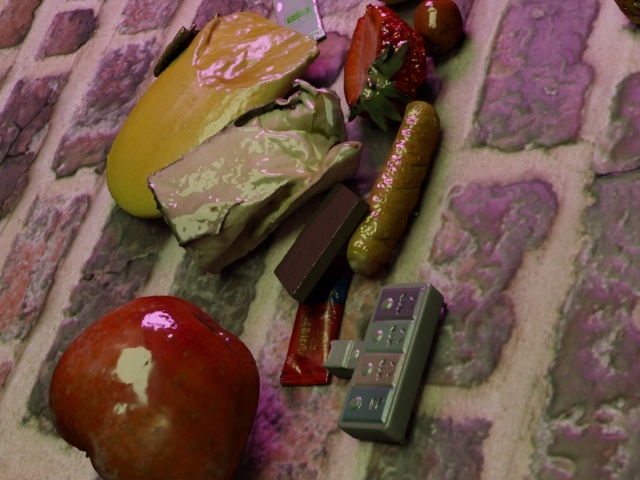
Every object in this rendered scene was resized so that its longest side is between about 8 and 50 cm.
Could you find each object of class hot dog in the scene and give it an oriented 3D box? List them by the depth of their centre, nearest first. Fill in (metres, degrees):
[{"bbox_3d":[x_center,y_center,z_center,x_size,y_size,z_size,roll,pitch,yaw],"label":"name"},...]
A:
[{"bbox_3d":[0.110,-0.079,1.609,0.061,0.088,0.286,8,67,30],"label":"hot dog"}]

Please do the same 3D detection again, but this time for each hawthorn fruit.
[{"bbox_3d":[-0.220,0.216,1.485,0.284,0.284,0.284,-18,50,23],"label":"hawthorn fruit"},{"bbox_3d":[0.182,-0.329,1.749,0.081,0.081,0.093,0,69,34],"label":"hawthorn fruit"}]

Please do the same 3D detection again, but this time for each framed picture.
[{"bbox_3d":[0.000,0.000,1.608,0.168,0.023,0.128,-55,20,4],"label":"framed picture"}]

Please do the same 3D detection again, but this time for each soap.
[{"bbox_3d":[-0.207,-0.223,1.905,0.427,0.115,0.306,-52,46,-5],"label":"soap"}]

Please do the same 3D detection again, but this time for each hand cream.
[{"bbox_3d":[-0.052,-0.445,2.027,0.079,0.050,0.275,-46,42,37],"label":"hand cream"}]

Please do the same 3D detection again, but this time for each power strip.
[{"bbox_3d":[0.076,0.160,1.480,0.145,0.061,0.216,-3,56,41],"label":"power strip"}]

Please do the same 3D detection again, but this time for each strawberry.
[{"bbox_3d":[0.099,-0.275,1.755,0.228,0.098,0.174,-108,38,-62],"label":"strawberry"}]

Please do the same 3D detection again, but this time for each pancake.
[{"bbox_3d":[-0.239,-0.364,2.022,0.184,0.020,0.190,-47,3,-12],"label":"pancake"}]

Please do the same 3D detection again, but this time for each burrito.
[{"bbox_3d":[-0.088,-0.096,1.720,0.332,0.135,0.190,-32,53,7],"label":"burrito"}]

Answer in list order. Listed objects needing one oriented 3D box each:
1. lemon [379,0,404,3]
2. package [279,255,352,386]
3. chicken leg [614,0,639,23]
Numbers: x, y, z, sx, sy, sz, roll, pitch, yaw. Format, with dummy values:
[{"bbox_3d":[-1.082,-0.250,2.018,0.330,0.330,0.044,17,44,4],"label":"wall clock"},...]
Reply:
[{"bbox_3d":[0.125,-0.450,1.856,0.133,0.109,0.109,-2,57,23],"label":"lemon"},{"bbox_3d":[-0.005,0.113,1.587,0.083,0.022,0.200,-6,57,31],"label":"package"},{"bbox_3d":[0.465,-0.402,1.616,0.107,0.087,0.251,-6,45,6],"label":"chicken leg"}]
